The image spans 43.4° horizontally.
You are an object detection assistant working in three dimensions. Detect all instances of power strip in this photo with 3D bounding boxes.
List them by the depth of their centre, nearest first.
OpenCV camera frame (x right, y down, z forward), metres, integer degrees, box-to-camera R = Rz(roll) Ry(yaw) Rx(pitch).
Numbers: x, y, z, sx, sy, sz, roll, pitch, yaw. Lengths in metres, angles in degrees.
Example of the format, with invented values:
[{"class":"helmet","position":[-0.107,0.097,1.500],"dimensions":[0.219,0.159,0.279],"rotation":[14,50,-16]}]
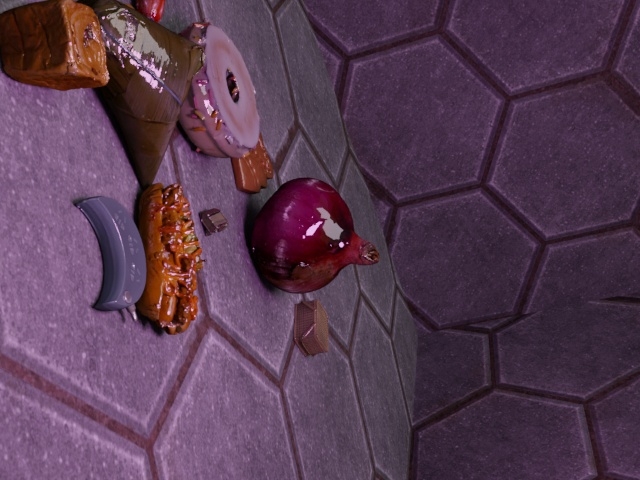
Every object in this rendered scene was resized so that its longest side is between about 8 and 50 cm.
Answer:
[{"class":"power strip","position":[-0.404,0.038,1.590],"dimensions":[0.167,0.054,0.253],"rotation":[-1,78,-73]}]

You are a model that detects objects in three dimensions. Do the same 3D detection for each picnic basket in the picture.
[{"class":"picnic basket","position":[-0.029,0.282,2.605],"dimensions":[0.115,0.079,0.164],"rotation":[59,24,-46]}]

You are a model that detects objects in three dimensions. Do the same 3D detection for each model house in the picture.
[{"class":"model house","position":[-0.278,-0.053,2.100],"dimensions":[0.058,0.057,0.083],"rotation":[52,35,7]}]

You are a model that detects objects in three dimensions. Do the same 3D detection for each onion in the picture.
[{"class":"onion","position":[0.000,0.000,2.364],"dimensions":[0.348,0.385,0.348],"rotation":[-43,141,-50]}]

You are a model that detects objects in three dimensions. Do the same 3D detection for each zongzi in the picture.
[{"class":"zongzi","position":[-0.427,-0.305,1.713],"dimensions":[0.323,0.160,0.361],"rotation":[17,89,-50]}]

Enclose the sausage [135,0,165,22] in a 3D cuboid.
[{"class":"sausage","position":[-0.422,-0.629,2.021],"dimensions":[0.074,0.074,0.274],"rotation":[57,26,-49]}]

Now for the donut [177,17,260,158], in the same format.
[{"class":"donut","position":[-0.291,-0.394,2.150],"dimensions":[0.382,0.142,0.383],"rotation":[-14,90,-74]}]

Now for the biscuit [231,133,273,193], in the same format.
[{"class":"biscuit","position":[-0.214,-0.253,2.471],"dimensions":[0.306,0.043,0.284],"rotation":[-85,156,-47]}]

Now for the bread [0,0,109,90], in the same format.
[{"class":"bread","position":[-0.486,-0.358,1.472],"dimensions":[0.158,0.143,0.149],"rotation":[2,82,-73]}]

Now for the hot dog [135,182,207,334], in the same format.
[{"class":"hot dog","position":[-0.323,0.032,1.752],"dimensions":[0.158,0.117,0.349],"rotation":[52,29,-56]}]

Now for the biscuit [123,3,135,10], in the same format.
[{"class":"biscuit","position":[-0.450,-0.463,1.870],"dimensions":[0.158,0.035,0.240],"rotation":[60,24,-51]}]
